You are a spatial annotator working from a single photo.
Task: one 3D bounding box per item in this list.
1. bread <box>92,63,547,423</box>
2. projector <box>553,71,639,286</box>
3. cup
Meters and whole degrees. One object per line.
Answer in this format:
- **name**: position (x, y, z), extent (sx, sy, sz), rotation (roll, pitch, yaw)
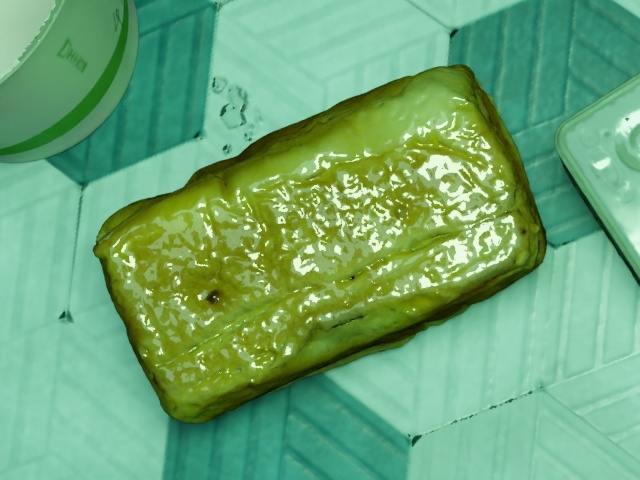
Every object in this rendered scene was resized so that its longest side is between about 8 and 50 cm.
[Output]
- **bread**: position (0.000, 0.000, 1.250), extent (0.294, 0.132, 0.166), rotation (-24, 78, 6)
- **projector**: position (0.299, -0.009, 1.209), extent (0.192, 0.099, 0.256), rotation (-33, 76, 6)
- **cup**: position (-0.248, -0.173, 1.255), extent (0.253, 0.274, 0.253), rotation (-1, 81, 9)
